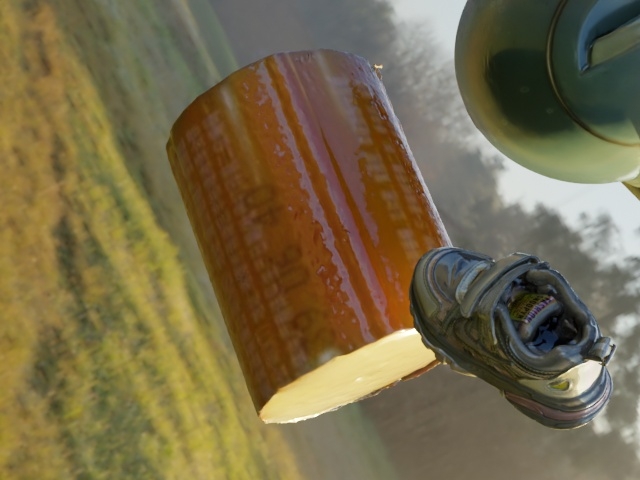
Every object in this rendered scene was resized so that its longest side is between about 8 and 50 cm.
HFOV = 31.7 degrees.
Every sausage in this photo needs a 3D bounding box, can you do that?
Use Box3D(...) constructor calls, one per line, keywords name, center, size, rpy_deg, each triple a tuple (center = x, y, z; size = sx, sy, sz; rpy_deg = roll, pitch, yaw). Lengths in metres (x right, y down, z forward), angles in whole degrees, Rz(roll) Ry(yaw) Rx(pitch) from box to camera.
Box3D(name="sausage", center=(0.000, 0.000, 1.067), size=(0.233, 0.233, 0.287), rpy_deg=(57, 11, -69))

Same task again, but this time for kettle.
Box3D(name="kettle", center=(0.269, -0.132, 0.977), size=(0.319, 0.247, 0.342), rpy_deg=(57, 7, -7))

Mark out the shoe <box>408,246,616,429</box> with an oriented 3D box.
Box3D(name="shoe", center=(0.141, 0.059, 0.839), size=(0.180, 0.089, 0.092), rpy_deg=(39, -24, 22))
